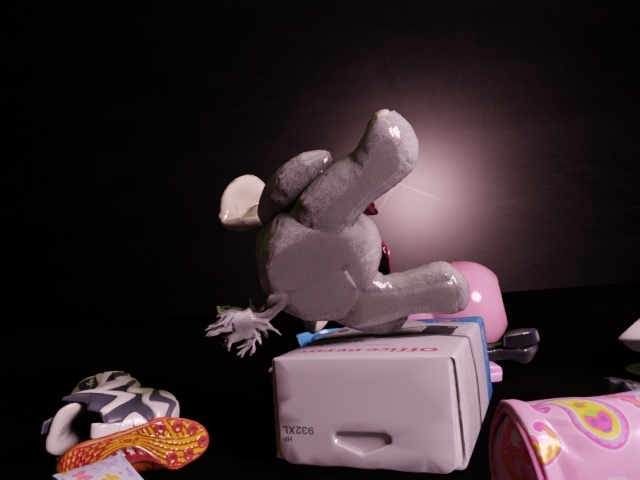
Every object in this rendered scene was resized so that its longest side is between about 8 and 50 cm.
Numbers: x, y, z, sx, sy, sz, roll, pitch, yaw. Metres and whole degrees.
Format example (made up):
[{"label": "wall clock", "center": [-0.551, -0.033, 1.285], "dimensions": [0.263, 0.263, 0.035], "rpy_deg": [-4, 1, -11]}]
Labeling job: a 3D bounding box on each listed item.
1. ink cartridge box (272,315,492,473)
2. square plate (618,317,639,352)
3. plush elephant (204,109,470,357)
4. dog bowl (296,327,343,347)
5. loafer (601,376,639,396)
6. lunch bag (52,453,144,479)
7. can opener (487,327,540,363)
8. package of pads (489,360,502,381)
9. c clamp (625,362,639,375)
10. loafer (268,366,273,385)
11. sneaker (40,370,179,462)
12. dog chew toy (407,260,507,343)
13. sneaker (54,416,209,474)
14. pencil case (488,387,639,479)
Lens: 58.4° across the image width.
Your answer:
[{"label": "ink cartridge box", "center": [0.101, 0.189, 0.776], "dimensions": [0.223, 0.129, 0.307], "rpy_deg": [-5, -1, 21]}, {"label": "square plate", "center": [0.798, 0.185, 1.111], "dimensions": [0.344, 0.049, 0.347], "rpy_deg": [-6, -2, 37]}, {"label": "plush elephant", "center": [0.000, 0.000, 0.779], "dimensions": [0.330, 0.272, 0.255], "rpy_deg": [-30, 22, 6]}, {"label": "dog bowl", "center": [0.046, 0.233, 1.173], "dimensions": [0.166, 0.074, 0.297], "rpy_deg": [-4, -2, -12]}, {"label": "loafer", "center": [0.393, 0.200, 0.695], "dimensions": [0.061, 0.062, 0.170], "rpy_deg": [0, 1, 13]}, {"label": "lunch bag", "center": [-0.195, 0.243, 0.515], "dimensions": [0.083, 0.053, 0.071], "rpy_deg": [26, 17, 35]}, {"label": "can opener", "center": [0.339, 0.218, 1.133], "dimensions": [0.186, 0.073, 0.059], "rpy_deg": [-14, 5, 7]}, {"label": "package of pads", "center": [0.269, 0.231, 0.999], "dimensions": [0.083, 0.032, 0.050], "rpy_deg": [-4, -4, -1]}, {"label": "c clamp", "center": [0.584, 0.209, 0.939], "dimensions": [0.137, 0.022, 0.161], "rpy_deg": [-4, -2, 4]}, {"label": "loafer", "center": [-0.063, 0.249, 1.076], "dimensions": [0.056, 0.050, 0.148], "rpy_deg": [-4, -2, -19]}, {"label": "sneaker", "center": [-0.325, 0.239, 0.790], "dimensions": [0.235, 0.094, 0.153], "rpy_deg": [7, -2, 39]}, {"label": "dog chew toy", "center": [0.243, 0.166, 1.298], "dimensions": [0.332, 0.206, 0.206], "rpy_deg": [-14, -4, 15]}, {"label": "sneaker", "center": [-0.221, 0.246, 0.683], "dimensions": [0.175, 0.064, 0.067], "rpy_deg": [-1, -13, -27]}, {"label": "pencil case", "center": [0.282, 0.174, 0.454], "dimensions": [0.284, 0.124, 0.124], "rpy_deg": [-4, -2, -5]}]
